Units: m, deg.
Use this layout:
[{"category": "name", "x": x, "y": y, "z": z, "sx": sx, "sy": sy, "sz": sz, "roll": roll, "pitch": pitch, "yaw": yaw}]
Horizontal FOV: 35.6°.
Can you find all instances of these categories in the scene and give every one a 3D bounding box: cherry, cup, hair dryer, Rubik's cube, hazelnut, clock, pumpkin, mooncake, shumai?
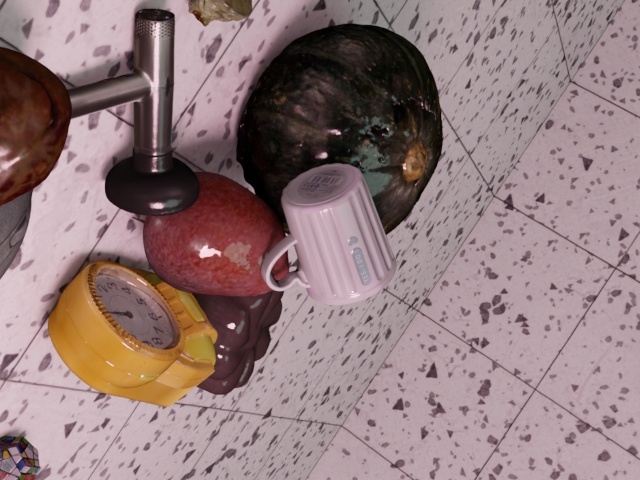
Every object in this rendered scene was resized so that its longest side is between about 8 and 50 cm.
[{"category": "cherry", "x": -0.192, "y": -0.004, "z": 1.799, "sx": 0.261, "sy": 0.307, "sz": 0.221, "roll": 125, "pitch": -13, "yaw": -85}, {"category": "cup", "x": 0.013, "y": 0.001, "z": 1.717, "sx": 0.221, "sy": 0.167, "sz": 0.202, "roll": -45, "pitch": 130, "yaw": -35}, {"category": "hair dryer", "x": -0.340, "y": -0.179, "z": 1.557, "sx": 0.284, "sy": 0.156, "sz": 0.320, "roll": -21, "pitch": 129, "yaw": -24}, {"category": "Rubik's cube", "x": -0.572, "y": 0.413, "z": 1.835, "sx": 0.093, "sy": 0.111, "sz": 0.111, "roll": -31, "pitch": 160, "yaw": 11}, {"category": "hazelnut", "x": -0.423, "y": -0.130, "z": 1.262, "sx": 0.234, "sy": 0.218, "sz": 0.218, "roll": -54, "pitch": 158, "yaw": -12}, {"category": "clock", "x": -0.343, "y": 0.167, "z": 1.788, "sx": 0.200, "sy": 0.244, "sz": 0.317, "roll": -45, "pitch": 157, "yaw": 13}, {"category": "pumpkin", "x": 0.053, "y": -0.197, "z": 1.944, "sx": 0.454, "sy": 0.344, "sz": 0.454, "roll": -33, "pitch": 140, "yaw": -33}, {"category": "mooncake", "x": -0.198, "y": 0.180, "z": 2.157, "sx": 0.306, "sy": 0.154, "sz": 0.306, "roll": -56, "pitch": 164, "yaw": -25}, {"category": "shumai", "x": -0.175, "y": -0.393, "z": 1.587, "sx": 0.087, "sy": 0.124, "sz": 0.099, "roll": -24, "pitch": -161, "yaw": 32}]

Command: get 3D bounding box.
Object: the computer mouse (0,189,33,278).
[{"category": "computer mouse", "x": -0.523, "y": 0.026, "z": 1.386, "sx": 0.374, "sy": 0.114, "sz": 0.203, "roll": -36, "pitch": 149, "yaw": -42}]
